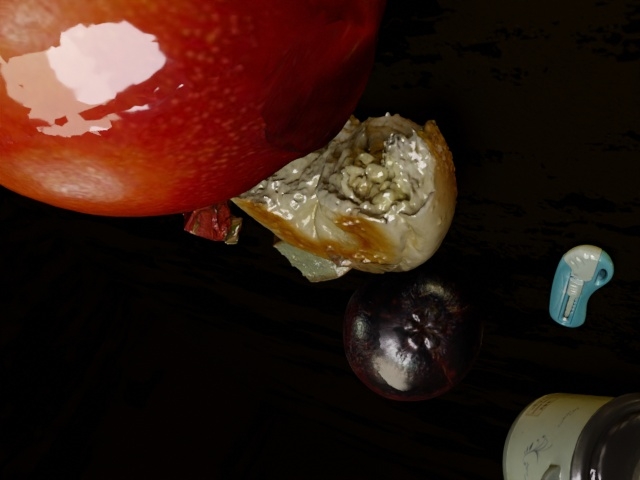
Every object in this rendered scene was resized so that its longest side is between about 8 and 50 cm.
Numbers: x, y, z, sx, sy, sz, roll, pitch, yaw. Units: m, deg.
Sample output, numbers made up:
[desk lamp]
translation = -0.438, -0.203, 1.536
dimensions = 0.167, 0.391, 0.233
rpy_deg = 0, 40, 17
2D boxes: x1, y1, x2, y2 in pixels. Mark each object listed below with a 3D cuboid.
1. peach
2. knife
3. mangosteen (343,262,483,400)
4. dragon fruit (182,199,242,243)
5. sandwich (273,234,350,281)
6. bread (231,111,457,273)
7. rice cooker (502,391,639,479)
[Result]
[peach]
translation = -0.132, -0.188, 0.571
dimensions = 0.388, 0.388, 0.388
rpy_deg = 26, 158, 12
[knife]
translation = 0.334, 0.066, 0.947
dimensions = 0.064, 0.031, 0.222
rpy_deg = 19, 156, 19
[mangosteen]
translation = 0.134, 0.143, 1.125
dimensions = 0.216, 0.216, 0.216
rpy_deg = 26, 158, 12
[dragon fruit]
translation = -0.187, -0.050, 1.313
dimensions = 0.106, 0.083, 0.162
rpy_deg = 27, -174, -16
[sandwich]
translation = 0.000, 0.000, 1.162
dimensions = 0.094, 0.096, 0.258
rpy_deg = 44, 153, -17
[bread]
translation = 0.052, -0.056, 0.860
dimensions = 0.314, 0.171, 0.192
rpy_deg = 5, 149, 50
[rice cooker]
translation = 0.455, 0.369, 1.150
dimensions = 0.316, 0.264, 0.316
rpy_deg = -7, 174, -1
